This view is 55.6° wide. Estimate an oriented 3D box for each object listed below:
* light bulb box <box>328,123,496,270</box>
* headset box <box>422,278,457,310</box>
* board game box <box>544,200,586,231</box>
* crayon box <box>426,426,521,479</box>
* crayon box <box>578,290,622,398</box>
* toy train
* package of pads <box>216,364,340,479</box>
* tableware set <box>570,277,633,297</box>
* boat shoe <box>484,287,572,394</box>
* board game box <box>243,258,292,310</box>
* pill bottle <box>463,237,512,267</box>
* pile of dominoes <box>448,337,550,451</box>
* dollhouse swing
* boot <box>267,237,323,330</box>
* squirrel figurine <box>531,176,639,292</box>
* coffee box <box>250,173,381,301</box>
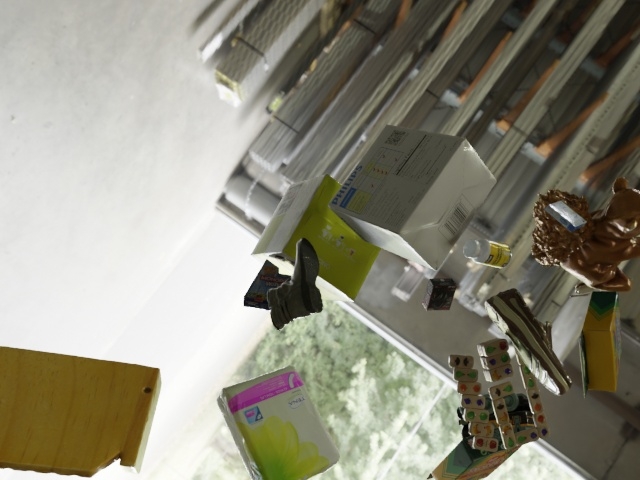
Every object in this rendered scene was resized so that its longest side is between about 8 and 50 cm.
[{"bbox_3d":[0.282,-0.147,1.917,0.358,0.225,0.361,-54,-143,-8],"label":"light bulb box"},{"bbox_3d":[0.286,0.134,1.464,0.032,0.062,0.083,-115,-149,-57],"label":"headset box"},{"bbox_3d":[0.649,-0.065,1.604,0.090,0.090,0.020,-14,144,-46],"label":"board game box"},{"bbox_3d":[0.504,0.736,2.014,0.202,0.081,0.319,-8,142,-24],"label":"crayon box"},{"bbox_3d":[0.855,0.312,1.841,0.323,0.083,0.203,-36,119,-53],"label":"crayon box"},{"bbox_3d":[0.681,0.694,2.348,0.333,0.142,0.190,-22,-121,37],"label":"toy train"},{"bbox_3d":[-0.108,0.494,1.592,0.229,0.297,0.101,-12,149,-34],"label":"package of pads"},{"bbox_3d":[0.999,0.155,2.176,0.128,0.194,0.039,113,-29,-57],"label":"tableware set"},{"bbox_3d":[0.483,0.215,1.353,0.095,0.257,0.095,-30,159,-10],"label":"boat shoe"},{"bbox_3d":[-0.162,0.160,2.166,0.060,0.194,0.194,99,0,-47],"label":"board game box"},{"bbox_3d":[0.661,0.047,2.409,0.103,0.184,0.103,-31,-126,55],"label":"pill bottle"},{"bbox_3d":[0.414,0.354,1.380,0.195,0.251,0.040,-14,177,-12],"label":"pile of dominoes"},{"bbox_3d":[-0.526,0.396,1.246,0.315,0.346,0.305,-90,-168,-51],"label":"dollhouse swing"},{"bbox_3d":[-0.086,0.120,1.710,0.161,0.247,0.083,-23,145,26],"label":"boot"},{"bbox_3d":[0.892,-0.035,1.971,0.370,0.396,0.281,91,6,-66],"label":"squirrel figurine"},{"bbox_3d":[0.000,0.000,2.285,0.338,0.337,0.334,-61,-158,-17],"label":"coffee box"}]
